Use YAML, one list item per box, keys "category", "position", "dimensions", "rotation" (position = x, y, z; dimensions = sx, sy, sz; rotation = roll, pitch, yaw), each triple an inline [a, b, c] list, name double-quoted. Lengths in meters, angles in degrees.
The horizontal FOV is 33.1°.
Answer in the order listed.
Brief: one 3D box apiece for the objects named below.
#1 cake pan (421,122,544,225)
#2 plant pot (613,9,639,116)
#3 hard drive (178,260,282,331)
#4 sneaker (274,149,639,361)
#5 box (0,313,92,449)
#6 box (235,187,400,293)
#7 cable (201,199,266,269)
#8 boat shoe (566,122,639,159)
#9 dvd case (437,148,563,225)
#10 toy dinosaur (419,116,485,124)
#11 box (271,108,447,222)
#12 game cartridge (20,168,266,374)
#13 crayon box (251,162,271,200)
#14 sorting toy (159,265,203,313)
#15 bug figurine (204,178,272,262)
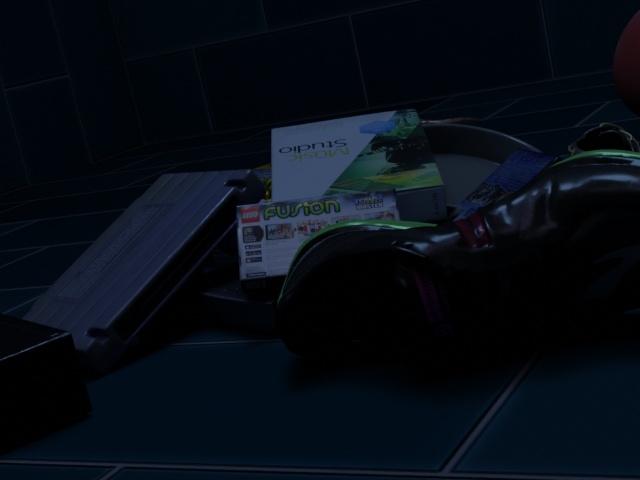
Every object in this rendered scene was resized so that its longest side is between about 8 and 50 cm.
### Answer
- category: "cake pan"
  position: [0.225, -0.099, 1.688]
  dimensions: [0.293, 0.054, 0.293]
  rotation: [4, 31, -3]
- category: "plant pot"
  position: [0.730, -0.322, 2.032]
  dimensions: [0.275, 0.274, 0.243]
  rotation: [-14, 22, -6]
- category: "hard drive"
  position: [-0.070, 0.067, 1.459]
  dimensions: [0.172, 0.054, 0.255]
  rotation: [-20, 14, -33]
- category: "sneaker"
  position: [0.166, 0.045, 1.109]
  dimensions: [0.483, 0.185, 0.202]
  rotation: [-17, 16, 28]
- category: "box"
  position: [-0.406, 0.165, 1.234]
  dimensions: [0.184, 0.103, 0.261]
  rotation: [-24, 16, -33]
- category: "box"
  position: [0.000, 0.000, 1.355]
  dimensions: [0.207, 0.114, 0.036]
  rotation: [-6, -32, 0]
- category: "cable"
  position: [-0.178, -0.017, 1.777]
  dimensions: [0.257, 0.089, 0.257]
  rotation: [-4, 12, -15]
- category: "boat shoe"
  position: [0.443, -0.126, 1.662]
  dimensions: [0.109, 0.091, 0.305]
  rotation: [26, 29, 20]
- category: "dvd case"
  position: [0.188, -0.019, 1.353]
  dimensions: [0.253, 0.022, 0.180]
  rotation: [-43, 9, 1]
- category: "toy dinosaur"
  position: [0.162, -0.193, 1.837]
  dimensions: [0.212, 0.064, 0.112]
  rotation: [-5, 28, 26]
- category: "box"
  position: [0.045, -0.101, 1.549]
  dimensions: [0.232, 0.058, 0.322]
  rotation: [-9, 27, 1]
- category: "game cartridge"
  position: [-0.254, 0.035, 1.488]
  dimensions: [0.230, 0.068, 0.355]
  rotation: [-3, 40, 51]
- category: "crayon box"
  position: [-0.074, -0.111, 2.219]
  dimensions: [0.203, 0.083, 0.323]
  rotation: [-1, 16, 43]
- category: "sorting toy"
  position: [-0.206, 0.074, 1.558]
  dimensions: [0.102, 0.061, 0.042]
  rotation: [-44, 32, 25]
- category: "bug figurine"
  position: [-0.073, -0.051, 1.626]
  dimensions: [0.279, 0.072, 0.216]
  rotation: [-13, 37, -25]
